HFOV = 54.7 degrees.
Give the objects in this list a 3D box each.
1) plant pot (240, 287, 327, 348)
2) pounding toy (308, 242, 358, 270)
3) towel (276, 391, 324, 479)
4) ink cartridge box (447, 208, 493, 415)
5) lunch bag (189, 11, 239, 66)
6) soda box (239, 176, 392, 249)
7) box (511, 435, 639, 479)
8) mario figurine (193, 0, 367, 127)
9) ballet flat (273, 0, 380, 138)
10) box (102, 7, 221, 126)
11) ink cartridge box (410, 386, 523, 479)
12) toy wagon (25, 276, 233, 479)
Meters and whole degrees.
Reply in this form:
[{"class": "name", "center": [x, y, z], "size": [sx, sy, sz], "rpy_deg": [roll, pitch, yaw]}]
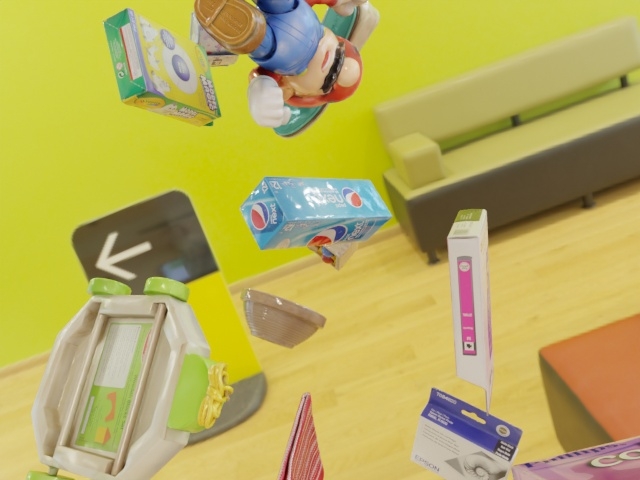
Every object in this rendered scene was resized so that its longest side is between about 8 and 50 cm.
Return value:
[{"class": "plant pot", "center": [-0.110, 0.217, 1.630], "size": [0.237, 0.237, 0.109], "rpy_deg": [4, 70, 48]}, {"class": "pounding toy", "center": [0.000, 0.000, 1.379], "size": [0.100, 0.141, 0.130], "rpy_deg": [-50, -12, -14]}, {"class": "towel", "center": [-0.032, 0.456, 1.206], "size": [0.031, 0.274, 0.198], "rpy_deg": [4, 41, 12]}, {"class": "ink cartridge box", "center": [0.303, 0.138, 1.223], "size": [0.069, 0.370, 0.176], "rpy_deg": [-3, 17, 20]}, {"class": "lunch bag", "center": [-0.159, -0.299, 0.937], "size": [0.071, 0.083, 0.053], "rpy_deg": [-8, 52, -24]}, {"class": "soda box", "center": [-0.001, -0.038, 0.843], "size": [0.210, 0.071, 0.067], "rpy_deg": [-5, -32, -46]}, {"class": "box", "center": [0.290, 0.210, 0.427], "size": [0.214, 0.117, 0.243], "rpy_deg": [-10, -10, -7]}, {"class": "mario figurine", "center": [-0.012, -0.242, 0.757], "size": [0.198, 0.170, 0.320], "rpy_deg": [-31, -10, 13]}, {"class": "ballet flat", "center": [0.009, -0.263, 0.957], "size": [0.248, 0.086, 0.086], "rpy_deg": [-54, 3, 29]}, {"class": "box", "center": [-0.184, -0.206, 0.773], "size": [0.043, 0.105, 0.179], "rpy_deg": [-17, -6, 20]}, {"class": "ink cartridge box", "center": [0.326, 0.470, 1.410], "size": [0.223, 0.223, 0.045], "rpy_deg": [22, 35, 26]}, {"class": "toy wagon", "center": [-0.225, 0.178, 0.742], "size": [0.344, 0.068, 0.267], "rpy_deg": [-4, 66, 35]}]
